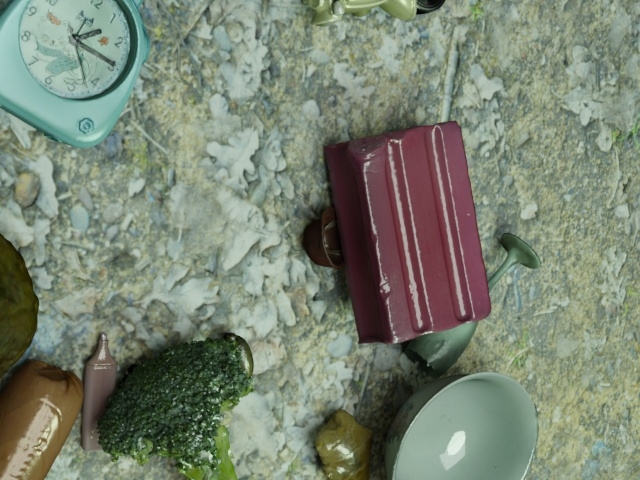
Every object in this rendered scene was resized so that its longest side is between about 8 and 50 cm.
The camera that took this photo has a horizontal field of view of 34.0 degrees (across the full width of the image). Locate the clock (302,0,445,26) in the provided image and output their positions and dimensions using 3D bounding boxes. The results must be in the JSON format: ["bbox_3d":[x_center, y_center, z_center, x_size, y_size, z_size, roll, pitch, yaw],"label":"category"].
[{"bbox_3d":[0.048,-0.508,1.732,0.276,0.120,0.379,-39,112,-23],"label":"clock"}]

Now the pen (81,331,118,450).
[{"bbox_3d":[-0.358,0.243,1.685,0.053,0.032,0.197,2,101,-30],"label":"pen"}]

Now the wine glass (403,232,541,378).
[{"bbox_3d":[0.232,0.067,2.003,0.264,0.096,0.309,45,76,-5],"label":"wine glass"}]

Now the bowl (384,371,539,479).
[{"bbox_3d":[0.233,0.382,1.984,0.345,0.157,0.345,-11,113,-29],"label":"bowl"}]

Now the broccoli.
[{"bbox_3d":[-0.214,0.350,1.706,0.252,0.221,0.361,-36,128,-56],"label":"broccoli"}]

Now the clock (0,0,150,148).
[{"bbox_3d":[-0.367,-0.290,1.536,0.223,0.094,0.274,35,80,-32],"label":"clock"}]

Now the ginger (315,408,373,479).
[{"bbox_3d":[0.041,0.456,1.941,0.131,0.086,0.294,-17,115,-50],"label":"ginger"}]

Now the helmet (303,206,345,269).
[{"bbox_3d":[0.000,0.000,1.835,0.089,0.057,0.111,-25,104,-62],"label":"helmet"}]

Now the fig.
[{"bbox_3d":[-0.509,0.123,1.382,0.286,0.368,0.286,-6,108,-20],"label":"fig"}]

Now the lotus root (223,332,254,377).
[{"bbox_3d":[-0.142,0.198,1.791,0.049,0.054,0.099,-21,111,-19],"label":"lotus root"}]

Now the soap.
[{"bbox_3d":[0.156,-0.015,1.840,0.233,0.128,0.359,-11,93,-30],"label":"soap"}]

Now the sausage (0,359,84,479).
[{"bbox_3d":[-0.469,0.328,1.585,0.121,0.121,0.304,33,81,-32],"label":"sausage"}]
